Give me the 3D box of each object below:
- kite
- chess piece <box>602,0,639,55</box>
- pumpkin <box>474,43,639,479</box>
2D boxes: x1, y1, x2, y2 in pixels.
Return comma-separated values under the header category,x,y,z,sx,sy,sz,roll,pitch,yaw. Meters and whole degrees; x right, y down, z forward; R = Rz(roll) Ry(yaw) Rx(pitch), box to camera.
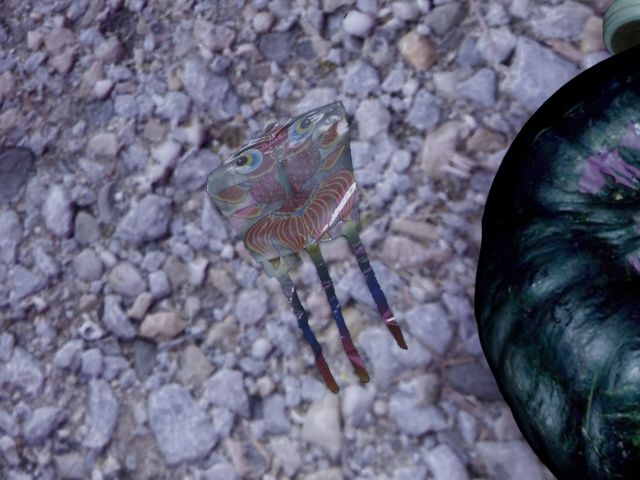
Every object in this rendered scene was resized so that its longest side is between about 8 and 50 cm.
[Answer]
category,x,y,z,sx,sy,sz,roll,pitch,yaw
kite,-0.001,-0.001,0.868,0.127,0.016,0.229,-35,59,14
chess piece,0.228,-0.173,0.798,0.067,0.067,0.103,2,62,27
pumpkin,0.241,0.028,0.615,0.315,0.238,0.315,-24,46,27
